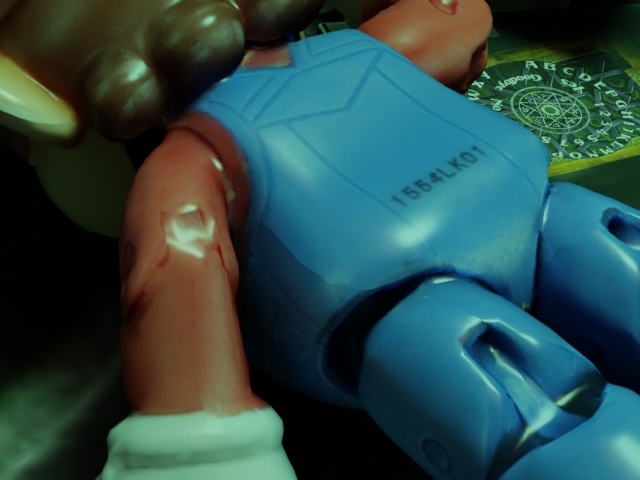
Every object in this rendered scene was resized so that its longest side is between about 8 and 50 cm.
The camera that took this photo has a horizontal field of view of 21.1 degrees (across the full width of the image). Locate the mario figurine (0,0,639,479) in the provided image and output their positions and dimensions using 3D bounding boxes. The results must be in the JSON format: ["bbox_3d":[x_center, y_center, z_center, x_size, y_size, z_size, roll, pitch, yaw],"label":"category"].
[{"bbox_3d":[0.000,0.000,0.489,0.320,0.170,0.198,40,19,22],"label":"mario figurine"}]

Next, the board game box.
[{"bbox_3d":[0.104,-0.038,0.615,0.186,0.026,0.126,-7,45,-23],"label":"board game box"}]

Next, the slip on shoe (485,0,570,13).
[{"bbox_3d":[0.090,-0.133,0.711,0.051,0.041,0.135,18,40,5],"label":"slip on shoe"}]
